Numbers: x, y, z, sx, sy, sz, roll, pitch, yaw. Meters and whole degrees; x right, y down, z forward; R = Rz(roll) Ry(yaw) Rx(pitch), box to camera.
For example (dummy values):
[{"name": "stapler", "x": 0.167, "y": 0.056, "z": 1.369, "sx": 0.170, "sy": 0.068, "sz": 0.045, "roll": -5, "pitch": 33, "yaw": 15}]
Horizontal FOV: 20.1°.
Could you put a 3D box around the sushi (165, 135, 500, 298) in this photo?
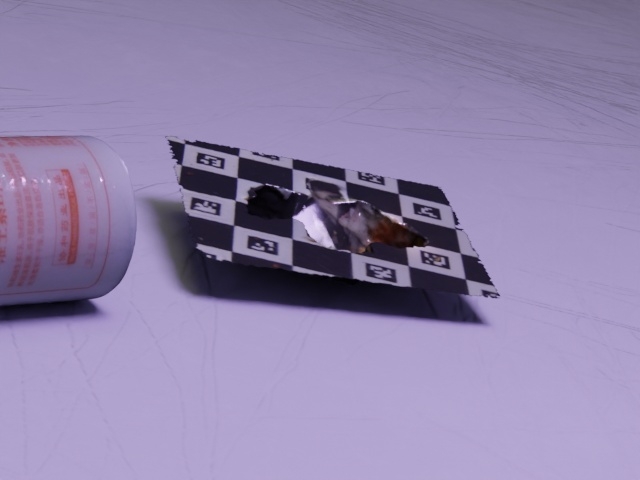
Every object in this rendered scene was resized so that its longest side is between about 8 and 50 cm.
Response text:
[{"name": "sushi", "x": 0.000, "y": 0.000, "z": 1.236, "sx": 0.210, "sy": 0.040, "sz": 0.193, "roll": 9, "pitch": 25, "yaw": -15}]

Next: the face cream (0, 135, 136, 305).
[{"name": "face cream", "x": -0.232, "y": -0.008, "z": 1.012, "sx": 0.251, "sy": 0.101, "sz": 0.101, "roll": -3, "pitch": 23, "yaw": -40}]
